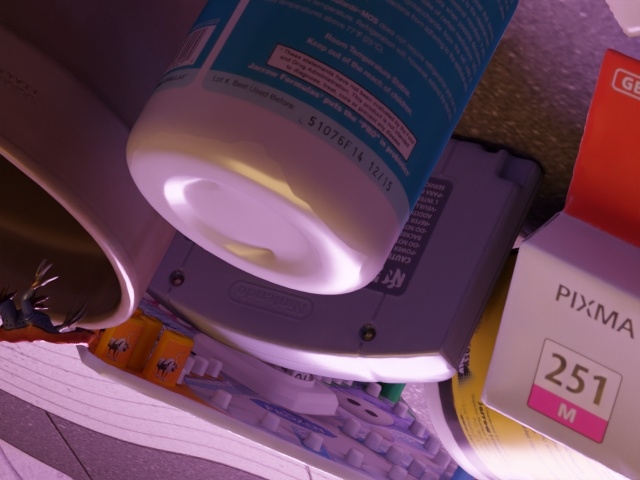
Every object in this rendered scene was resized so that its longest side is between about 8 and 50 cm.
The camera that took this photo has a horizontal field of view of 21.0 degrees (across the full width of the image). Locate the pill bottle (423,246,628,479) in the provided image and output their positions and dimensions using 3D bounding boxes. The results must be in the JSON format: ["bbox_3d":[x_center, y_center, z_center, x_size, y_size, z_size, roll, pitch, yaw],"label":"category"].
[{"bbox_3d":[0.242,0.089,1.206,0.188,0.188,0.334,40,154,-28],"label":"pill bottle"}]

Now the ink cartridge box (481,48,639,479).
[{"bbox_3d":[0.244,0.050,1.000,0.275,0.060,0.239,26,127,24],"label":"ink cartridge box"}]

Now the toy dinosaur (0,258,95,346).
[{"bbox_3d":[-0.166,0.054,1.025,0.047,0.090,0.082,24,-164,-33],"label":"toy dinosaur"}]

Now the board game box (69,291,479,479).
[{"bbox_3d":[-0.042,0.104,1.493,0.390,0.050,0.390,25,-173,-19],"label":"board game box"}]

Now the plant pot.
[{"bbox_3d":[-0.191,-0.147,1.069,0.323,0.280,0.323,24,159,10],"label":"plant pot"}]

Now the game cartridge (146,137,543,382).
[{"bbox_3d":[0.000,0.000,1.290,0.294,0.196,0.060,15,154,32],"label":"game cartridge"}]

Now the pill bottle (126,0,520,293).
[{"bbox_3d":[0.019,-0.115,0.909,0.146,0.264,0.146,25,159,10],"label":"pill bottle"}]

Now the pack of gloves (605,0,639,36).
[{"bbox_3d":[0.274,-0.114,0.932,0.232,0.046,0.195,3,133,48],"label":"pack of gloves"}]
